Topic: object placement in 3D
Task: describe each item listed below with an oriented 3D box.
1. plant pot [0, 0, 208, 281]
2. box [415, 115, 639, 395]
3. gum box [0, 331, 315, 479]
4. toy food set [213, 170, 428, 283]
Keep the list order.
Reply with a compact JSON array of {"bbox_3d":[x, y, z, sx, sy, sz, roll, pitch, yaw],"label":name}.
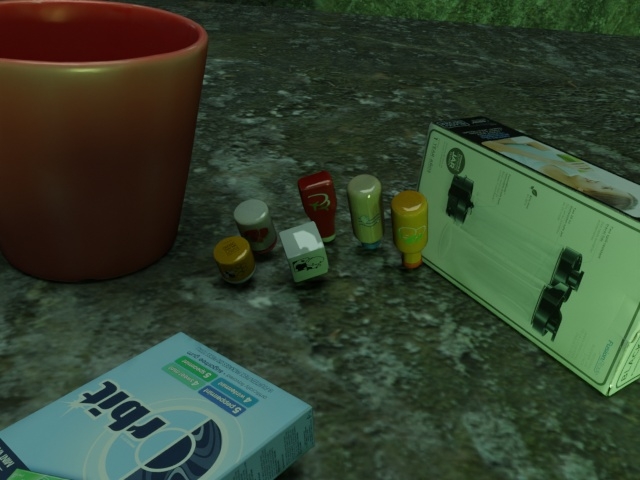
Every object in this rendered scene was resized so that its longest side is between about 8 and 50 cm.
[{"bbox_3d":[-0.257,-0.107,0.645,0.275,0.243,0.275,4,30,-2],"label":"plant pot"},{"bbox_3d":[0.224,-0.002,0.624,0.087,0.169,0.290,-13,34,-31],"label":"box"},{"bbox_3d":[-0.123,0.146,0.418,0.157,0.041,0.184,18,32,38],"label":"gum box"},{"bbox_3d":[0.000,0.000,0.684,0.232,0.104,0.111,-19,49,-5],"label":"toy food set"}]
